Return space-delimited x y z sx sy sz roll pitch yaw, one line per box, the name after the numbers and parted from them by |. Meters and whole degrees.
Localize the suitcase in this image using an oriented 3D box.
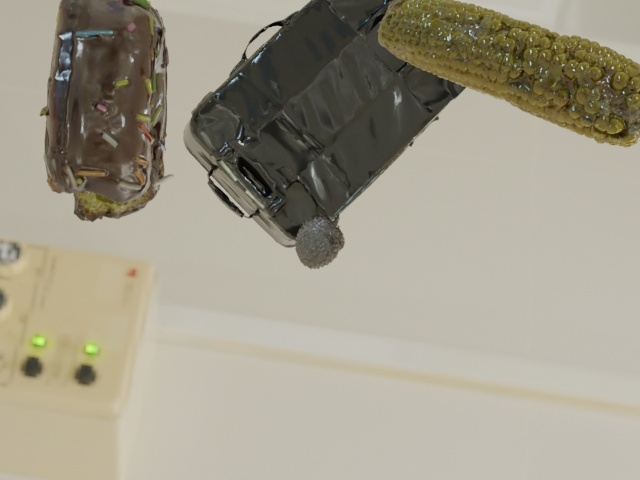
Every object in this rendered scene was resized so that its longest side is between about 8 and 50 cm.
0.008 -0.206 2.107 0.434 0.283 0.194 -45 -176 -11 | suitcase

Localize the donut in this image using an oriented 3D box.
-0.185 -0.122 1.284 0.230 0.095 0.216 90 2 -70 | donut

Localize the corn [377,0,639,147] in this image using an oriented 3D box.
0.208 -0.181 1.476 0.097 0.319 0.097 -47 150 -38 | corn

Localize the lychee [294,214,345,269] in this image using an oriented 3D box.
0.000 0.000 1.948 0.083 0.068 0.067 -52 165 -14 | lychee
